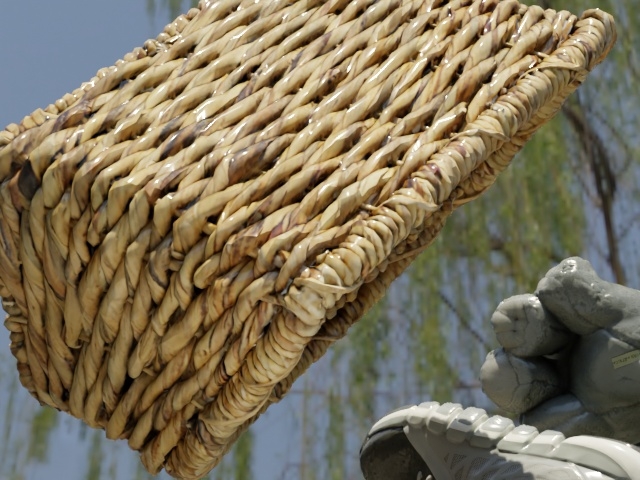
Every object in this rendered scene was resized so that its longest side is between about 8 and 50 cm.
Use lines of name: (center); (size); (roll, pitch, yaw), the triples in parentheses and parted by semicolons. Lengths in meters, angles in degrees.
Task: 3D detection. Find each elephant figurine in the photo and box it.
elephant figurine: (0.243, 0.096, 1.189); (0.169, 0.186, 0.239); (-46, -25, 17)

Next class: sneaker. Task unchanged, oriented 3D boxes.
sneaker: (0.089, 0.173, 0.884); (0.229, 0.132, 0.086); (-1, -51, 44)

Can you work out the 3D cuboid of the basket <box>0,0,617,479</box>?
basket: (0.000, 0.000, 0.803); (0.223, 0.299, 0.213); (19, -48, 29)
